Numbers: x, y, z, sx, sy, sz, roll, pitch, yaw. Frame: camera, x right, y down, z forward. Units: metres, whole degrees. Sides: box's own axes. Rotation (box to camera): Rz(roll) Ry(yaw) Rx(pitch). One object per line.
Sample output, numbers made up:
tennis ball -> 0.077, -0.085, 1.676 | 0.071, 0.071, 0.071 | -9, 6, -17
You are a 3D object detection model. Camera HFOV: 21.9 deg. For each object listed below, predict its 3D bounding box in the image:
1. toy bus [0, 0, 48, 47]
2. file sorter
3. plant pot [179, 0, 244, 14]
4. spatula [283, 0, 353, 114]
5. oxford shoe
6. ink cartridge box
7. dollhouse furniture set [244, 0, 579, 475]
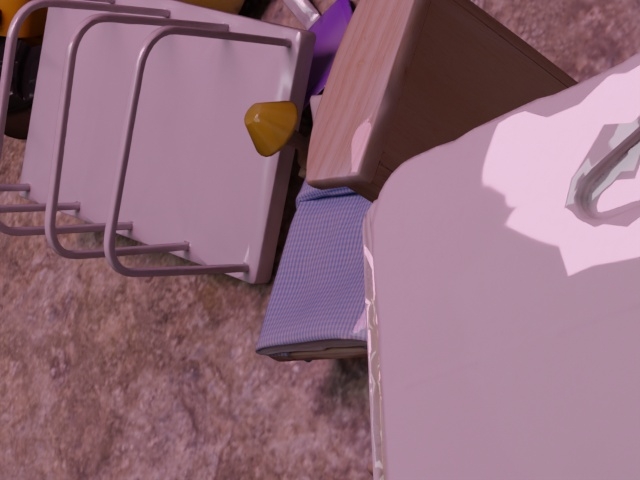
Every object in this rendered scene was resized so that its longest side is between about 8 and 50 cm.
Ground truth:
toy bus -> -0.288, -0.218, 1.495 | 0.191, 0.202, 0.104 | -35, 5, 22
file sorter -> -0.176, -0.093, 1.250 | 0.278, 0.173, 0.193 | 19, 103, 37
plant pot -> -0.121, -0.240, 1.365 | 0.134, 0.095, 0.134 | -34, 50, 54
spatula -> -0.029, -0.213, 1.325 | 0.084, 0.030, 0.296 | -44, 45, 25
oxford shoe -> -0.201, -0.135, 1.450 | 0.227, 0.096, 0.083 | -4, 58, 28
ink cartridge box -> 0.248, 0.066, 0.601 | 0.285, 0.395, 0.166 | -26, 55, 40
dollhouse furniture set -> 0.000, 0.000, 1.025 | 0.303, 0.198, 0.286 | -6, 60, 51
